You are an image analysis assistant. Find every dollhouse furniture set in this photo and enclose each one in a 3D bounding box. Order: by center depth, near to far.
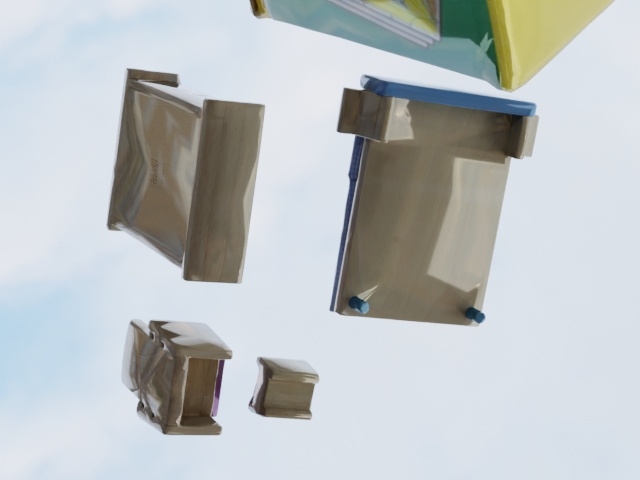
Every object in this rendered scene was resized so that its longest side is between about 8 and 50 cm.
[{"bbox_3d":[0.000,0.000,1.490,0.198,0.303,0.286,-152,-112,-64],"label":"dollhouse furniture set"}]

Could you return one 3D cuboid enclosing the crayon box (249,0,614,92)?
[{"bbox_3d":[0.076,-0.273,0.459,0.106,0.363,0.313,24,-126,37],"label":"crayon box"}]
